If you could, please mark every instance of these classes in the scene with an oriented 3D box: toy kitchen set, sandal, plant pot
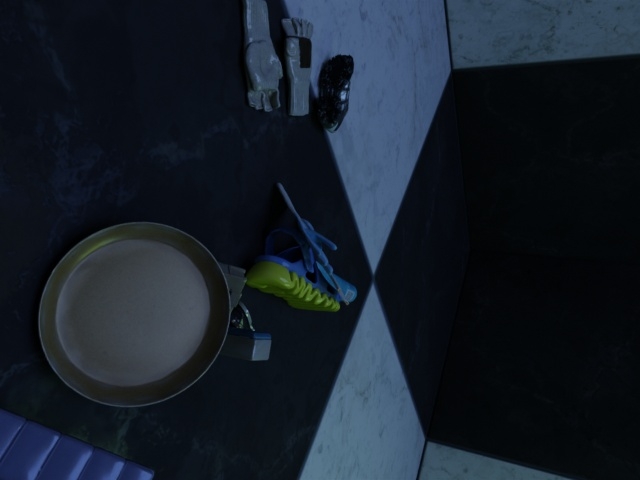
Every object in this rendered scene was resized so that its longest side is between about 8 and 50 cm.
[{"bbox_3d":[-0.181,0.075,0.844,0.075,0.068,0.083,19,111,-23],"label":"toy kitchen set"},{"bbox_3d":[-0.172,0.099,0.755,0.207,0.122,0.165,24,73,-63],"label":"toy kitchen set"},{"bbox_3d":[-0.037,0.070,1.030,0.317,0.126,0.138,45,49,-59],"label":"sandal"},{"bbox_3d":[-0.234,0.094,0.628,0.237,0.032,0.236,2,86,-32],"label":"plant pot"}]

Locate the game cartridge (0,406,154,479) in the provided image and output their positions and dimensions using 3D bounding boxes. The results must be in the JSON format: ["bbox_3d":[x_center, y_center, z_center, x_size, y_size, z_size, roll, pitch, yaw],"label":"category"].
[{"bbox_3d":[-0.329,0.347,0.423,0.230,0.068,0.354,31,58,-16],"label":"game cartridge"}]

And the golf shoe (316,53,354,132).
[{"bbox_3d":[0.036,-0.357,1.168,0.094,0.077,0.198,59,46,-71],"label":"golf shoe"}]

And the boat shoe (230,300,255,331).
[{"bbox_3d":[-0.148,0.170,0.909,0.042,0.049,0.133,-36,139,-22],"label":"boat shoe"}]

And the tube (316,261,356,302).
[{"bbox_3d":[0.028,0.118,1.249,0.207,0.052,0.080,32,61,-55],"label":"tube"}]

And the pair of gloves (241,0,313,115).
[{"bbox_3d":[-0.077,-0.358,0.959,0.240,0.042,0.204,-16,109,-61],"label":"pair of gloves"}]

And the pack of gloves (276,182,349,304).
[{"bbox_3d":[0.000,0.000,1.012,0.232,0.046,0.195,60,2,35],"label":"pack of gloves"}]
